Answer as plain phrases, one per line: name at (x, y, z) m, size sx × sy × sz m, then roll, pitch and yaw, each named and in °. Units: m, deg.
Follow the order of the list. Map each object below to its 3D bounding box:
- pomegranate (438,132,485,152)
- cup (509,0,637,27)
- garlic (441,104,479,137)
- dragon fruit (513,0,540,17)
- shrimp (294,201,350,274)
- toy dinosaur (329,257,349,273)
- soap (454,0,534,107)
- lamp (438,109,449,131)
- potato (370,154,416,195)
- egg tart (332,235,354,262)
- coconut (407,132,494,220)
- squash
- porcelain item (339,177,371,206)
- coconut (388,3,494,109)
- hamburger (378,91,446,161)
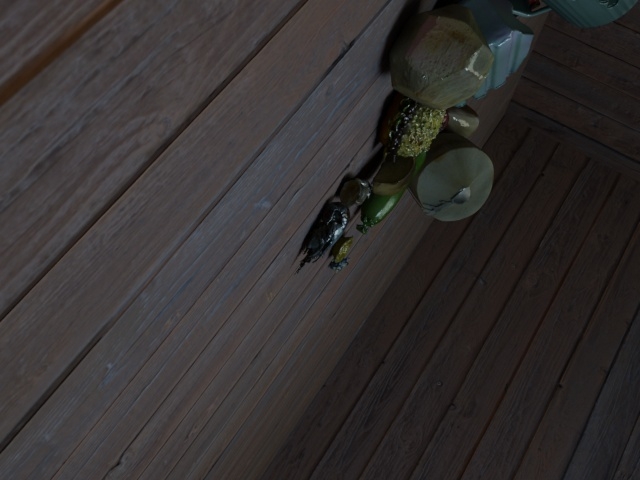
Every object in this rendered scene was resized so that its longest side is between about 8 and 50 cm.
pomegranate at (0.538, -0.345, 2.494) m, size 0.181 × 0.224 × 0.181 m, roll -48°, pitch 154°, yaw -33°
cup at (0.636, -0.766, 1.667) m, size 0.392 × 0.401 × 0.310 m, roll 15°, pitch 90°, yaw -47°
garlic at (0.500, -0.448, 2.324) m, size 0.145 × 0.164 × 0.245 m, roll -25°, pitch -177°, yaw 27°
dragon fruit at (0.609, -0.783, 1.931) m, size 0.188 × 0.182 × 0.182 m, roll -44°, pitch 160°, yaw -42°
shrimp at (0.000, 0.000, 1.659) m, size 0.233 × 0.079 × 0.090 m, roll -55°, pitch -156°, yaw 4°
toy dinosaur at (0.064, 0.076, 2.083) m, size 0.083 × 0.047 × 0.030 m, roll -44°, pitch 158°, yaw -44°
soap at (0.438, -0.524, 1.744) m, size 0.261 × 0.156 × 0.446 m, roll -33°, pitch 171°, yaw 12°
lamp at (0.371, -0.398, 2.068) m, size 0.108 × 0.092 × 0.107 m, roll -18°, pitch 145°, yaw -13°
potato at (0.221, -0.192, 1.856) m, size 0.138 × 0.098 × 0.243 m, roll 94°, pitch 19°, yaw -49°
egg tart at (0.067, 0.023, 1.999) m, size 0.105 × 0.039 × 0.105 m, roll -54°, pitch 165°, yaw -22°
coconut at (0.458, -0.222, 2.236) m, size 0.323 × 0.323 × 0.323 m, roll -54°, pitch 165°, yaw -21°
squash at (0.228, -0.177, 2.024) m, size 0.378 × 0.101 × 0.101 m, roll -53°, pitch 165°, yaw -16°
porcelain item at (0.105, -0.138, 1.759) m, size 0.084 × 0.054 × 0.213 m, roll -63°, pitch 170°, yaw 13°
coconut at (0.278, -0.421, 1.440) m, size 0.236 × 0.237 × 0.197 m, roll -61°, pitch 171°, yaw 8°
hamburger at (0.256, -0.326, 1.721) m, size 0.261 × 0.139 × 0.243 m, roll -53°, pitch 166°, yaw -27°
